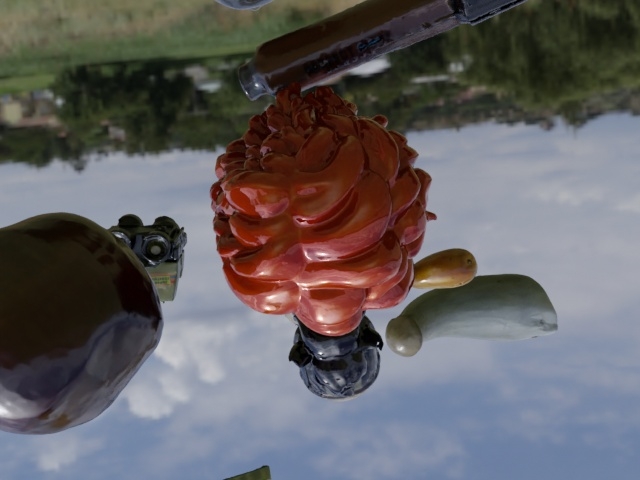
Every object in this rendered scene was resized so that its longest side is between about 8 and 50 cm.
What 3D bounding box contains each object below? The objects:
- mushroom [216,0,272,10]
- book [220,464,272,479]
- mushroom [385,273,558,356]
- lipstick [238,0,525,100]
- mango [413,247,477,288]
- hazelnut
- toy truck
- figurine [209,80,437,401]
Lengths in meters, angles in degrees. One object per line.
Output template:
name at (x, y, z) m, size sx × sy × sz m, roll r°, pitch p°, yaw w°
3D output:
mushroom at (-0.082, -0.297, 1.288) m, size 0.116 × 0.093 × 0.225 m, roll -7°, pitch 180°, yaw -7°
book at (-0.245, 0.466, 1.792) m, size 0.371 × 0.043 × 0.260 m, roll -15°, pitch 146°, yaw -7°
mushroom at (0.213, 0.110, 1.698) m, size 0.270 × 0.103 × 0.118 m, roll -9°, pitch -153°, yaw -17°
lipstick at (0.103, -0.252, 1.266) m, size 0.418 × 0.077 × 0.077 m, roll -21°, pitch -175°, yaw 13°
mango at (0.143, 0.037, 1.368) m, size 0.089 × 0.046 × 0.060 m, roll -18°, pitch 165°, yaw 17°
hazelnut at (-0.280, 0.082, 1.132) m, size 0.229 × 0.229 × 0.229 m, roll -6°, pitch -172°, yaw 1°
toy truck at (-0.347, 0.026, 1.826) m, size 0.257 × 0.127 × 0.127 m, roll 4°, pitch -164°, yaw 0°
figurine at (0.000, 0.010, 1.266) m, size 0.241 × 0.306 × 0.412 m, roll 3°, pitch 145°, yaw 2°
